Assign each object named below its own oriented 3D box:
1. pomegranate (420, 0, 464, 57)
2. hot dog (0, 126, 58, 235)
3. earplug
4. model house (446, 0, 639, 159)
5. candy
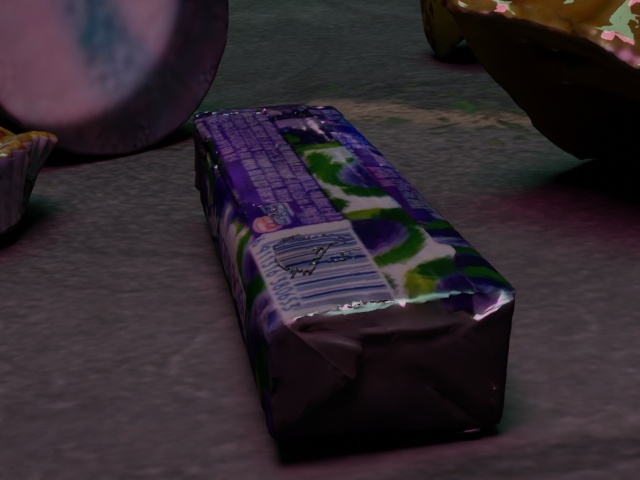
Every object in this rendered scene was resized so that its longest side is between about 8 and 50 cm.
[{"bbox_3d":[0.166,-0.216,1.141,0.169,0.122,0.143,-6,-11,3],"label":"pomegranate"},{"bbox_3d":[-0.278,-0.039,0.748,0.270,0.081,0.162,2,20,15],"label":"hot dog"},{"bbox_3d":[-0.226,-0.162,1.006,0.185,0.185,0.324,-15,15,-32],"label":"earplug"},{"bbox_3d":[0.236,-0.096,0.712,0.268,0.173,0.239,-23,33,-33],"label":"model house"},{"bbox_3d":[0.000,0.000,0.596,0.088,0.061,0.312,-5,18,-8],"label":"candy"}]
